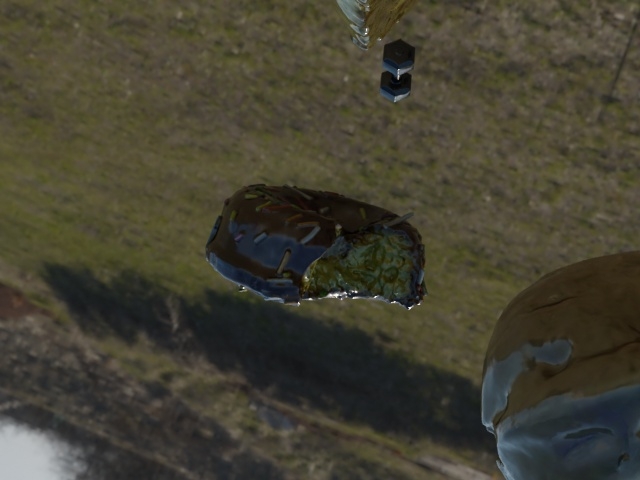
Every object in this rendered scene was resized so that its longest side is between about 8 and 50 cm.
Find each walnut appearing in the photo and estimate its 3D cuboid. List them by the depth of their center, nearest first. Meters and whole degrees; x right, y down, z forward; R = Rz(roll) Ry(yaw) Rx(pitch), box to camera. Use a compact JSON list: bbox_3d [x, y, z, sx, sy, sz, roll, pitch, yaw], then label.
[{"bbox_3d":[0.378,0.184,1.272,0.383,0.384,0.383,21,168,5],"label":"walnut"}]

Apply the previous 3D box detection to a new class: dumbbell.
[{"bbox_3d":[0.086,-0.189,1.174,0.040,0.036,0.083,33,163,13],"label":"dumbbell"}]

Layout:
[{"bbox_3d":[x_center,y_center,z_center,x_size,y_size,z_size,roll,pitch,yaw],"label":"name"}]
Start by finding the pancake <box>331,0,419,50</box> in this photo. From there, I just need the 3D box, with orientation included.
[{"bbox_3d":[0.060,-0.179,0.431,0.054,0.197,0.376,39,178,1],"label":"pancake"}]

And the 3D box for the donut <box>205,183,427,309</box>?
[{"bbox_3d":[-0.001,0.000,1.083,0.230,0.096,0.216,6,-167,-20],"label":"donut"}]
